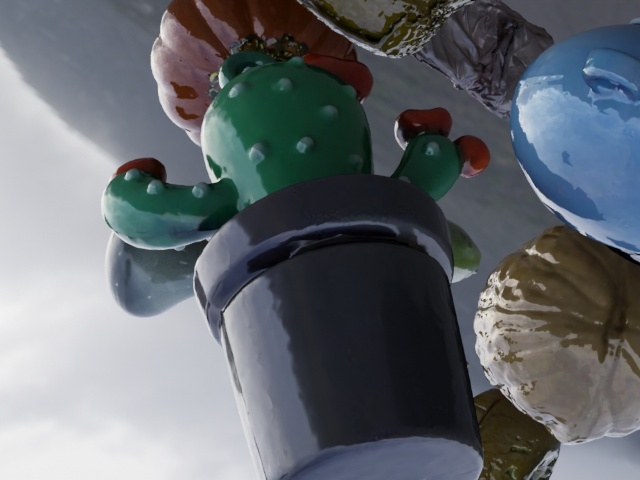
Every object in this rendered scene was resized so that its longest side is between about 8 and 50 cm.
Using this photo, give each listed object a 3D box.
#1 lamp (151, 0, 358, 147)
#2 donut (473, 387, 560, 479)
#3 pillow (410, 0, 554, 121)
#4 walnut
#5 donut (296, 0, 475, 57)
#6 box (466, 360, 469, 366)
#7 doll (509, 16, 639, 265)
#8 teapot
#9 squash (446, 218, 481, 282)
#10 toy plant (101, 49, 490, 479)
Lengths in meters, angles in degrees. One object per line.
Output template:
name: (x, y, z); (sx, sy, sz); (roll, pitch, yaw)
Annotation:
lamp: (-0.070, -0.192, 1.597); (0.223, 0.223, 0.196); (33, -162, -27)
donut: (0.228, 0.330, 2.039); (0.128, 0.261, 0.208); (28, -174, 24)
pillow: (0.186, -0.236, 1.745); (0.248, 0.135, 0.049); (29, 164, -32)
walnut: (0.259, 0.087, 1.452); (0.225, 0.225, 0.261); (37, 176, -2)
donut: (0.013, -0.270, 1.397); (0.272, 0.107, 0.272); (33, -167, -9)
box: (0.099, 0.278, 2.203); (0.153, 0.279, 0.041); (6, -151, -32)
doll: (0.218, -0.049, 0.913); (0.177, 0.141, 0.314); (16, 173, 29)
teapot: (-0.182, 0.038, 2.198); (0.251, 0.183, 0.183); (10, -177, 14)
squash: (0.170, 0.015, 2.324); (0.118, 0.118, 0.370); (43, -161, 28)
toy plant: (-0.013, 0.005, 1.071); (0.185, 0.279, 0.400); (51, -159, -53)
